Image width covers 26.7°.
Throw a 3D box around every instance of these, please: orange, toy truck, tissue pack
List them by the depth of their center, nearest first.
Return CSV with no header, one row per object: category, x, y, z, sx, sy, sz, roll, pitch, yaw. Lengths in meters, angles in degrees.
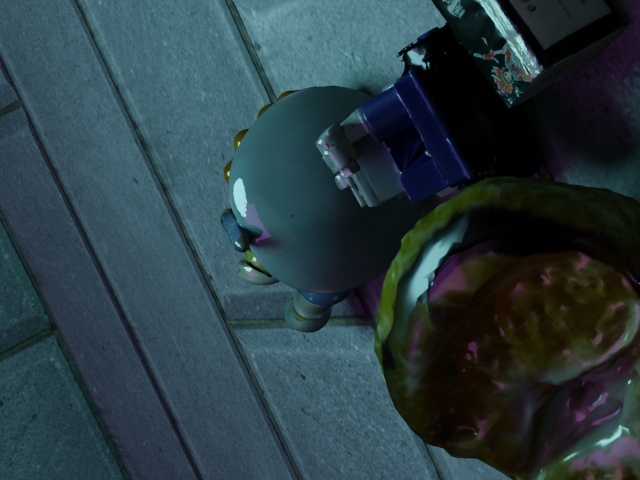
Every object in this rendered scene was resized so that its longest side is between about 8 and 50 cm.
tissue pack,0.157,-0.210,1.122,0.170,0.103,0.090,58,157,8
orange,0.226,0.092,1.140,0.368,0.210,0.271,35,119,-1
toy truck,0.090,-0.093,1.229,0.161,0.177,0.213,61,-174,0

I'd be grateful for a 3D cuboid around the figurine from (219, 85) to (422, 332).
figurine,0.016,-0.023,1.530,0.205,0.224,0.382,28,168,15
